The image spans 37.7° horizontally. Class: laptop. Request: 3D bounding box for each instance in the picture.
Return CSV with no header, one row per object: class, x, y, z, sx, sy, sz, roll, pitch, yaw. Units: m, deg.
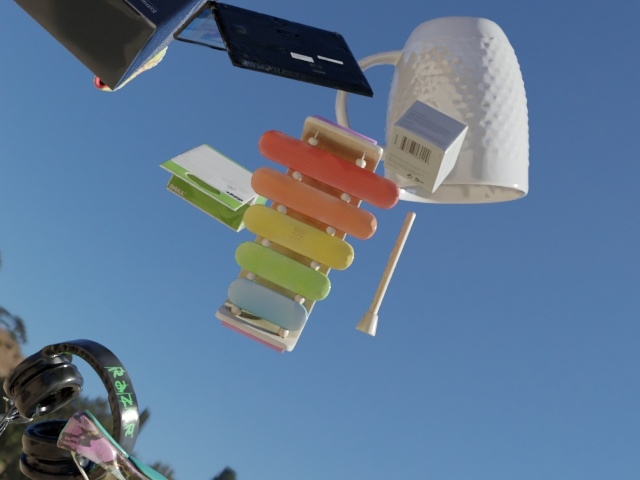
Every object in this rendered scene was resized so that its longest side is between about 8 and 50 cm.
laptop,-0.081,-0.274,1.458,0.137,0.234,0.264,-61,-144,35

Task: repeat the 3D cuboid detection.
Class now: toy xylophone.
toy xylophone,0.000,0.000,1.291,0.236,0.323,0.081,16,-3,1

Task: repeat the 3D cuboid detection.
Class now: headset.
headset,-0.465,0.309,1.685,0.394,0.185,0.244,-15,-94,31

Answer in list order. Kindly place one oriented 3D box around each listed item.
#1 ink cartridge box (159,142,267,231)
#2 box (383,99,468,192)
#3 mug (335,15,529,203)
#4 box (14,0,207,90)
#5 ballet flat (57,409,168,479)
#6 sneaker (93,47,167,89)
ink cartridge box,-0.232,-0.101,1.972,0.188,0.255,0.097,32,-70,5
box,0.174,-0.157,1.563,0.101,0.087,0.102,30,-38,15
mug,0.215,-0.253,1.816,0.373,0.328,0.276,2,-6,-3
box,-0.374,-0.543,1.872,0.293,0.395,0.212,43,-45,-7
ballet flat,-0.294,0.336,1.358,0.221,0.079,0.077,48,-14,-25
sneaker,-0.416,-0.394,2.055,0.081,0.208,0.094,47,16,-9
